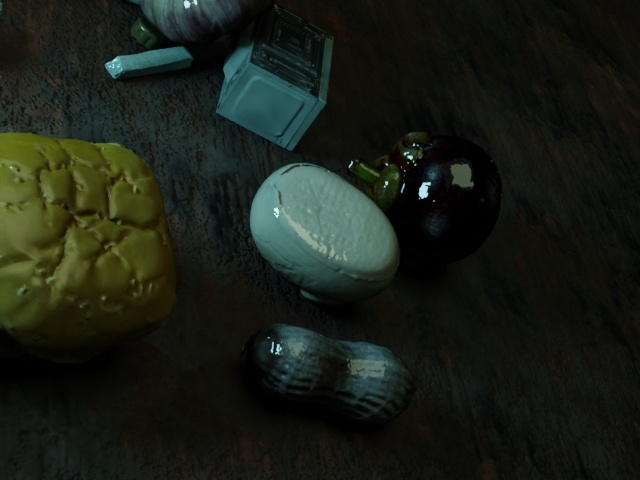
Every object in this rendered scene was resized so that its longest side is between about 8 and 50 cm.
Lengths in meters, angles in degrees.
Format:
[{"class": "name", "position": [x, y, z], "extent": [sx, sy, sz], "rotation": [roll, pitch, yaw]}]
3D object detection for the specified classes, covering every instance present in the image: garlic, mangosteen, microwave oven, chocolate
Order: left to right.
[{"class": "garlic", "position": [-0.165, -0.391, 1.965], "extent": [0.245, 0.244, 0.161], "rotation": [-81, 150, -52]}, {"class": "microwave oven", "position": [-0.071, -0.273, 2.015], "extent": [0.162, 0.122, 0.208], "rotation": [27, 36, -17]}, {"class": "chocolate", "position": [0.016, 0.172, 1.606], "extent": [0.248, 0.110, 0.110], "rotation": [15, 41, -29]}, {"class": "mangosteen", "position": [0.156, -0.073, 1.936], "extent": [0.249, 0.211, 0.211], "rotation": [18, 38, -9]}]

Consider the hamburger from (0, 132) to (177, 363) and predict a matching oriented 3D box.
[{"class": "hamburger", "position": [-0.314, -0.004, 1.427], "extent": [0.318, 0.158, 0.319], "rotation": [23, 50, -31]}]

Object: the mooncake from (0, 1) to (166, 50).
[{"class": "mooncake", "position": [-0.375, -0.320, 1.857], "extent": [0.346, 0.057, 0.150], "rotation": [9, 32, -31]}]

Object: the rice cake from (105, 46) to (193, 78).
[{"class": "rice cake", "position": [-0.263, -0.276, 1.931], "extent": [0.170, 0.029, 0.033], "rotation": [-22, 72, -50]}]

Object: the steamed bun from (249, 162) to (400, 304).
[{"class": "steamed bun", "position": [0.000, 0.000, 1.761], "extent": [0.228, 0.131, 0.177], "rotation": [31, 46, -12]}]

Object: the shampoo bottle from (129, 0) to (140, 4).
[{"class": "shampoo bottle", "position": [-0.271, -0.404, 2.056], "extent": [0.190, 0.041, 0.069], "rotation": [18, 37, -27]}]
